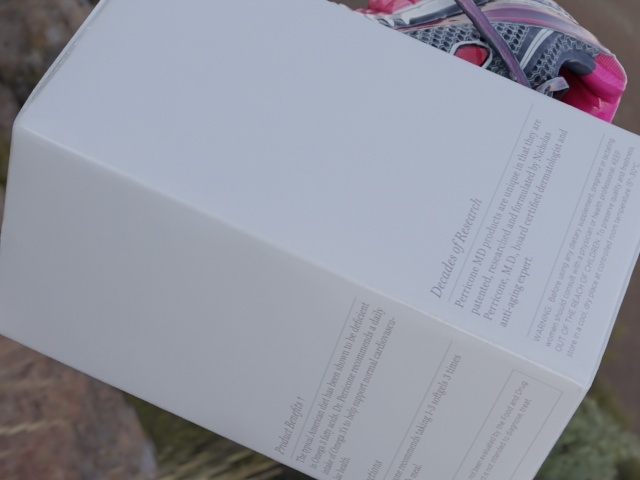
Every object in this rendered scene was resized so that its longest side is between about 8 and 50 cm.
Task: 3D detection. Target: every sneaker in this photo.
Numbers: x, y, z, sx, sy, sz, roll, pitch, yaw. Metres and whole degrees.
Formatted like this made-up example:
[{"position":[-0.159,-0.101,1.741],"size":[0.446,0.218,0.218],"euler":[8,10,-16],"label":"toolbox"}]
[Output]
[{"position":[0.038,-0.048,0.735],"size":[0.112,0.121,0.299],"euler":[33,42,16],"label":"sneaker"}]

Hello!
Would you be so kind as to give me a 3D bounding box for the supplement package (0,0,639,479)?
[{"position":[0.000,0.000,0.530],"size":[0.179,0.105,0.105],"euler":[24,51,4],"label":"supplement package"}]
